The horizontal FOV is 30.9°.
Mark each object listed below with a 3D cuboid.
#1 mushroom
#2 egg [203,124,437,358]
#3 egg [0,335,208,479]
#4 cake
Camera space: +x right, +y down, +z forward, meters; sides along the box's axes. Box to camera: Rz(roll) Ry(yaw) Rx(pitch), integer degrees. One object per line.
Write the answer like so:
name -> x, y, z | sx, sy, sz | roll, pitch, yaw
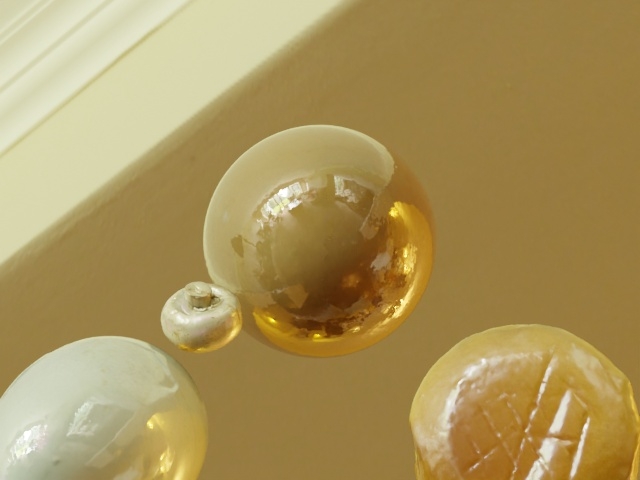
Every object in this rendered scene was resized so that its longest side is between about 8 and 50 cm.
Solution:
mushroom -> -0.119, 0.075, 1.165 | 0.084, 0.083, 0.067 | -2, -58, -3
egg -> 0.000, 0.000, 1.485 | 0.301, 0.374, 0.301 | 1, -99, -7
egg -> -0.165, 0.149, 0.848 | 0.151, 0.209, 0.151 | 2, -84, 14
cake -> 0.073, 0.073, 0.416 | 0.084, 0.084, 0.044 | -27, -27, 7
